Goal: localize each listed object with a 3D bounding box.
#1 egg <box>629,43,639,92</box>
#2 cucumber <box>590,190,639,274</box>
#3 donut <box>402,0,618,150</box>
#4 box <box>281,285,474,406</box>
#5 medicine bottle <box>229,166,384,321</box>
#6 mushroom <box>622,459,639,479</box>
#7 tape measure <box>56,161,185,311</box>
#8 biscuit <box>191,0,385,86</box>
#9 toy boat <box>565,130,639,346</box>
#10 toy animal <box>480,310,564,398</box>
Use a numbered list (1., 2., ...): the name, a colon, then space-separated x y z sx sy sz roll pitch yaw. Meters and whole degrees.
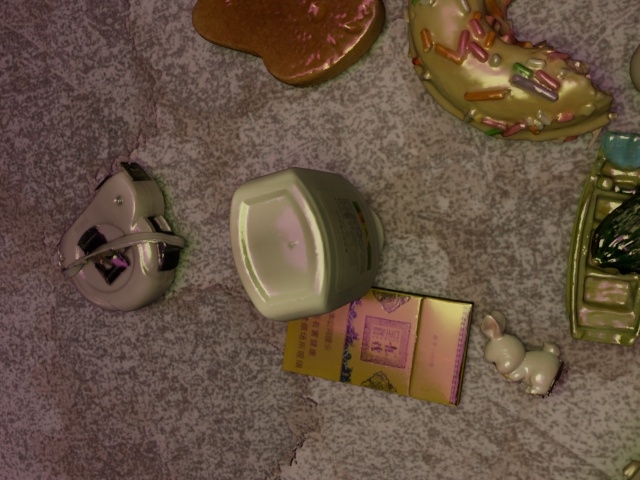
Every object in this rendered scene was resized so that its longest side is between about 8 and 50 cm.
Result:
1. egg: 0.464 -0.221 0.863 0.135 0.103 0.103 2 92 13
2. cucumber: 0.469 -0.062 0.811 0.359 0.096 0.096 -34 80 -3
3. donut: 0.262 -0.323 0.908 0.308 0.150 0.370 12 96 19
4. box: 0.083 0.147 1.039 0.279 0.041 0.153 8 92 20
5. medicine bottle: 0.000 0.000 0.913 0.124 0.324 0.179 -15 89 19
6. mushroom: 0.533 0.391 0.788 0.397 0.224 0.313 36 100 15
7. tape measure: -0.332 0.019 1.143 0.236 0.120 0.197 -43 79 19
8. biscuit: -0.068 -0.395 1.072 0.287 0.057 0.343 -31 81 17
9. toy boat: 0.392 -0.002 0.908 0.111 0.084 0.276 7 97 17
10. toy animal: 0.272 0.163 0.955 0.124 0.071 0.085 27 100 17
